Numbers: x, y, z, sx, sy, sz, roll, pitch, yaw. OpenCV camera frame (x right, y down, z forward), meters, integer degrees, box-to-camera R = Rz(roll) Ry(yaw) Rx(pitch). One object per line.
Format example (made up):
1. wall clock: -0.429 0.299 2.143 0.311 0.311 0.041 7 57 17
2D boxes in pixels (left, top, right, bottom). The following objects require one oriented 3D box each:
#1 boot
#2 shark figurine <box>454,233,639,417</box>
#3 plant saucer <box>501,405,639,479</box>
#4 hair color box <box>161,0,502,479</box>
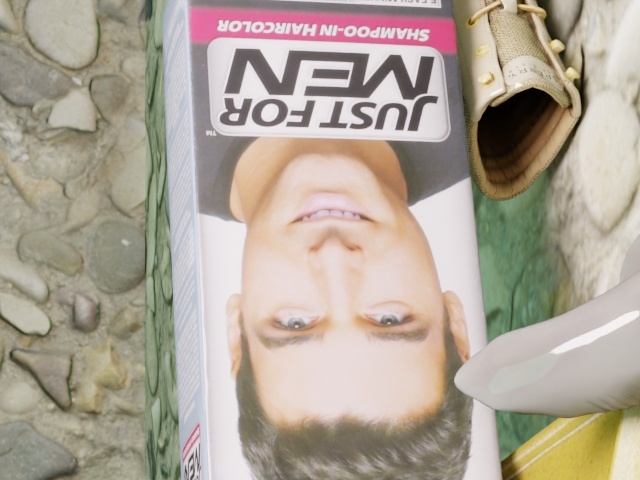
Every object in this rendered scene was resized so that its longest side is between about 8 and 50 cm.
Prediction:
1. boot: 0.124 -0.180 1.234 0.203 0.095 0.262 -106 21 -45
2. shark figurine: 0.197 -0.012 0.899 0.166 0.116 0.278 30 81 35
3. plant saucer: 0.144 0.219 1.003 0.333 0.081 0.333 124 164 -63
4. hair color box: 0.000 0.000 1.162 0.113 0.185 0.374 123 145 -66
